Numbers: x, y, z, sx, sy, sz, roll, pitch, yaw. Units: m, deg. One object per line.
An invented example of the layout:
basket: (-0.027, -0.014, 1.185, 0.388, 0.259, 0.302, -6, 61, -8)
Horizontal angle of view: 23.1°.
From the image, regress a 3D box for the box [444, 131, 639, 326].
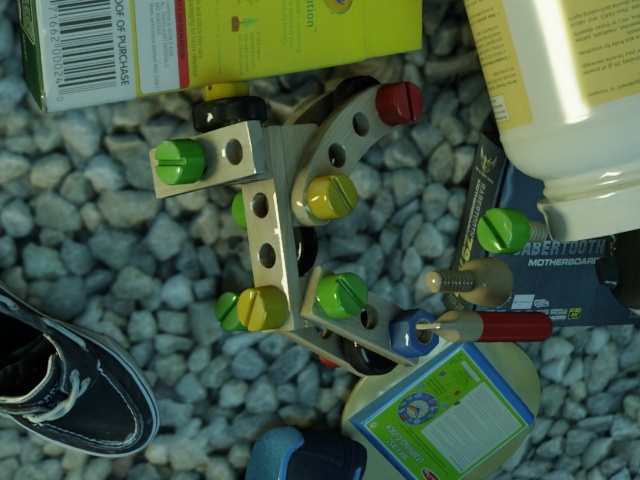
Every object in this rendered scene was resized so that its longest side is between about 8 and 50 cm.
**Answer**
box: (0.245, -0.009, 1.490, 0.232, 0.059, 0.183, 0, 114, -25)

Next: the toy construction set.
toy construction set: (0.000, 0.000, 1.216, 0.237, 0.309, 0.257, 2, 107, -47)

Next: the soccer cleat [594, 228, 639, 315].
soccer cleat: (0.326, -0.089, 1.410, 0.143, 0.116, 0.331, 11, 83, -36)

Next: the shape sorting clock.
shape sorting clock: (0.118, 0.170, 1.538, 0.206, 0.040, 0.206, -10, 122, -16)

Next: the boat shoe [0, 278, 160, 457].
boat shoe: (-0.240, 0.107, 1.308, 0.108, 0.102, 0.301, -43, 125, 2)

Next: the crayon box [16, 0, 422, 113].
crayon box: (-0.077, -0.225, 1.218, 0.318, 0.081, 0.202, -10, 120, -18)

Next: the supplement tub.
supplement tub: (0.234, -0.185, 1.216, 0.241, 0.241, 0.331, -16, 94, -16)

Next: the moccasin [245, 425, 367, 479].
moccasin: (-0.023, 0.346, 1.511, 0.116, 0.138, 0.342, 3, 115, -24)
